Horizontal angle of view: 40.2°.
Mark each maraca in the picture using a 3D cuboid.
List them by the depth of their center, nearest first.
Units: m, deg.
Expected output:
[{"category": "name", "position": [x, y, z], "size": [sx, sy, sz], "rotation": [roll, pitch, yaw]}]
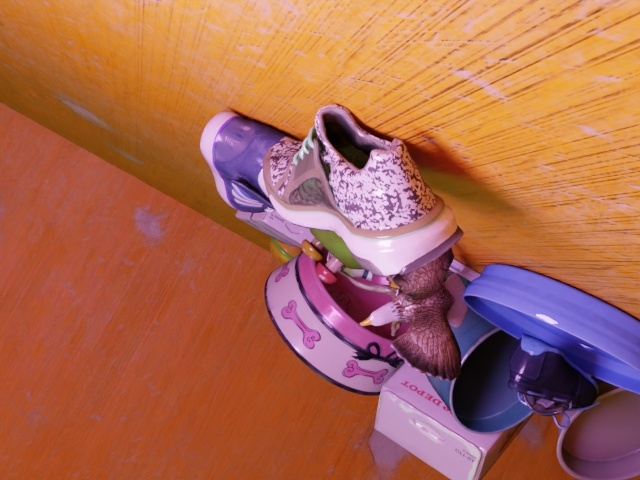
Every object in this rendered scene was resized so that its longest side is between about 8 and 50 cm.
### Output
[{"category": "maraca", "position": [-0.098, 0.007, 2.573], "size": [0.127, 0.099, 0.186], "rotation": [34, -162, -26]}]

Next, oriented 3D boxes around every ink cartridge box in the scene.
[{"category": "ink cartridge box", "position": [0.347, 0.358, 2.063], "size": [0.279, 0.384, 0.160], "rotation": [29, 134, 26]}, {"category": "ink cartridge box", "position": [-0.093, -0.053, 2.093], "size": [0.153, 0.087, 0.208], "rotation": [31, 173, -23]}]

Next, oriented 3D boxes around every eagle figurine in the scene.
[{"category": "eagle figurine", "position": [0.178, 0.117, 1.571], "size": [0.226, 0.225, 0.298], "rotation": [40, 171, -8]}]

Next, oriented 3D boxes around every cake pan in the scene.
[{"category": "cake pan", "position": [0.637, 0.399, 1.861], "size": [0.293, 0.293, 0.054], "rotation": [32, -157, -27]}]

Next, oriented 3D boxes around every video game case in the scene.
[{"category": "video game case", "position": [0.200, 0.028, 1.783], "size": [0.285, 0.025, 0.204], "rotation": [29, 173, -7]}]

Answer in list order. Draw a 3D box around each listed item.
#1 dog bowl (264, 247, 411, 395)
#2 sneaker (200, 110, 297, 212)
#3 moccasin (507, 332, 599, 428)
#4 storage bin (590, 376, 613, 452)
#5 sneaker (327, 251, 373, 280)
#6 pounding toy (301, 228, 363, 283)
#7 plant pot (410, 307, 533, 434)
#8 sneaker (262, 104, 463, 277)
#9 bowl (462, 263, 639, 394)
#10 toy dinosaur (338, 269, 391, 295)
[{"category": "dog bowl", "position": [0.073, 0.165, 2.105], "size": [0.408, 0.150, 0.408], "rotation": [31, -151, -19]}, {"category": "sneaker", "position": [-0.058, -0.086, 1.499], "size": [0.236, 0.130, 0.323], "rotation": [30, 169, 21]}, {"category": "moccasin", "position": [0.422, 0.273, 1.659], "size": [0.138, 0.117, 0.342], "rotation": [22, 171, 43]}, {"category": "storage bin", "position": [0.665, 0.398, 2.013], "size": [0.084, 0.180, 0.122], "rotation": [34, 172, -32]}, {"category": "sneaker", "position": [0.060, 0.030, 1.935], "size": [0.095, 0.090, 0.235], "rotation": [8, -177, -8]}, {"category": "pounding toy", "position": [0.000, 0.000, 1.749], "size": [0.237, 0.110, 0.183], "rotation": [42, -177, -12]}, {"category": "plant pot", "position": [0.333, 0.234, 1.896], "size": [0.271, 0.271, 0.255], "rotation": [33, -173, -34]}, {"category": "sneaker", "position": [0.033, -0.107, 1.160], "size": [0.410, 0.158, 0.182], "rotation": [30, 143, 55]}, {"category": "bowl", "position": [0.441, 0.156, 1.541], "size": [0.391, 0.077, 0.391], "rotation": [28, 173, 4]}, {"category": "toy dinosaur", "position": [0.172, 0.100, 1.788], "size": [0.268, 0.064, 0.118], "rotation": [16, 167, -8]}]
